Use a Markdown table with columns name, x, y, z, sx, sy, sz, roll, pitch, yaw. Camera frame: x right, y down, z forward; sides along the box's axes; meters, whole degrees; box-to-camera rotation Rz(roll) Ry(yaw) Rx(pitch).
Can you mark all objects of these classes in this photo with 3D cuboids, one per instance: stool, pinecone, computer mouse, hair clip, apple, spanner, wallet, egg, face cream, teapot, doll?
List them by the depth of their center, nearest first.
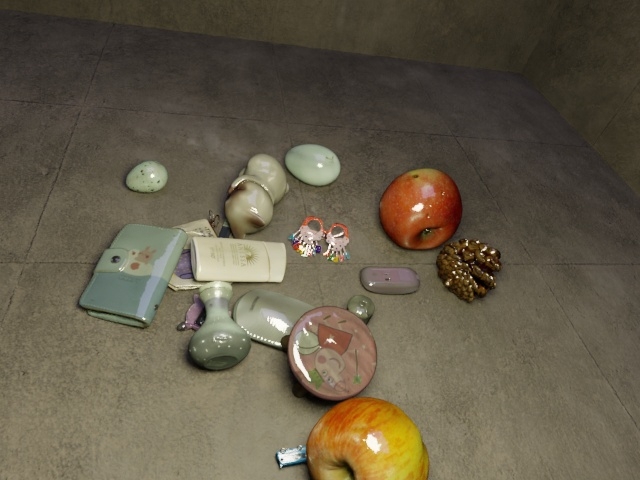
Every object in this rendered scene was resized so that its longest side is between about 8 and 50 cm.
| name | x | y | z | sx | sy | sz | roll | pitch | yaw |
| --- | --- | --- | --- | --- | --- | --- | --- | --- | --- |
| apple | 0.133 | 0.545 | 1.158 | 0.302 | 0.301 | 0.301 | 8 | 45 | -8 |
| stool | 0.014 | 0.345 | 1.351 | 0.272 | 0.178 | 0.272 | 8 | 65 | -17 |
| teapot | -0.312 | 0.256 | 1.378 | 0.184 | 0.183 | 0.250 | -2 | 51 | -17 |
| wallet | -0.613 | 0.095 | 1.489 | 0.252 | 0.083 | 0.360 | 10 | 56 | 4 |
| hair clip | -0.369 | 0.235 | 1.493 | 0.146 | 0.056 | 0.187 | 16 | 53 | -1 |
| computer mouse | -0.127 | 0.263 | 1.497 | 0.331 | 0.095 | 0.197 | 17 | 49 | 2 |
| stool | 0.133 | 0.250 | 1.563 | 0.096 | 0.110 | 0.096 | 7 | 45 | -7 |
| face cream | -0.277 | 0.071 | 1.602 | 0.349 | 0.081 | 0.173 | 5 | 53 | -29 |
| wallet | -0.460 | 0.043 | 1.633 | 0.275 | 0.068 | 0.335 | -15 | 56 | -26 |
| computer mouse | 0.264 | 0.151 | 1.734 | 0.232 | 0.057 | 0.120 | 1 | 46 | -10 |
| pinecone | 0.570 | 0.102 | 1.747 | 0.243 | 0.243 | 0.257 | 30 | 42 | 15 |
| doll | -0.259 | -0.187 | 1.800 | 0.226 | 0.215 | 0.370 | 49 | 39 | -19 |
| egg | -0.703 | -0.257 | 1.824 | 0.164 | 0.131 | 0.131 | -13 | 51 | -18 |
| spanner | -0.368 | -0.098 | 1.835 | 0.087 | 0.024 | 0.315 | 12 | 46 | -1 |
| apple | 0.412 | -0.123 | 1.851 | 0.349 | 0.348 | 0.277 | 1 | 51 | -14 |
| egg | -0.037 | -0.347 | 2.053 | 0.264 | 0.183 | 0.183 | 19 | 44 | 11 |

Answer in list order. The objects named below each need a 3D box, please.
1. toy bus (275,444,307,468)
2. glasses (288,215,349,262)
| name | x | y | z | sx | sy | sz | roll | pitch | yaw |
| --- | --- | --- | --- | --- | --- | --- | --- | --- | --- |
| toy bus | -0.078 | 0.587 | 1.225 | 0.083 | 0.038 | 0.046 | -3 | 50 | -17 |
| glasses | 0.000 | 0.004 | 1.809 | 0.255 | 0.095 | 0.162 | 13 | 72 | -4 |
